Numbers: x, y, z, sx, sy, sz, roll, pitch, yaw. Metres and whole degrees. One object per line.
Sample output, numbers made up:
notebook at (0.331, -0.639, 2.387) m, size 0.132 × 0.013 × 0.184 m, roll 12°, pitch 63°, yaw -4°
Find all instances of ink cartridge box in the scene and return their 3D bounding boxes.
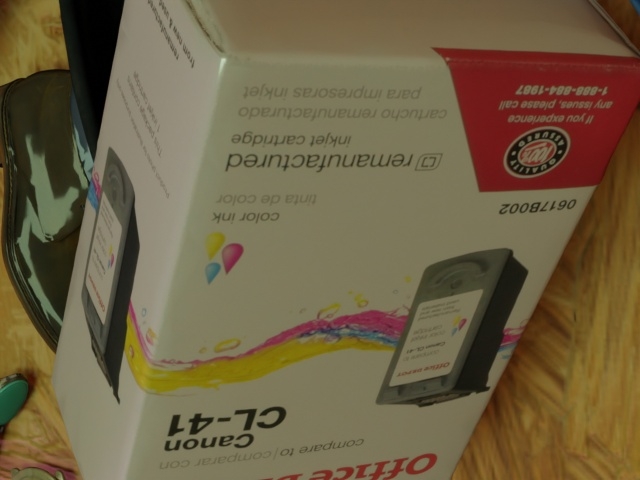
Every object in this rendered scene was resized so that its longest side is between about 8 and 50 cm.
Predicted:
ink cartridge box at (0.000, 0.000, 0.656) m, size 0.131 × 0.226 × 0.306 m, roll 60°, pitch 143°, yaw 43°

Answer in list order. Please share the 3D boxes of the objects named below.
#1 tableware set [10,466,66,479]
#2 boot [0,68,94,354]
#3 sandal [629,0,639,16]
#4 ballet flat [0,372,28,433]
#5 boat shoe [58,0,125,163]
tableware set at (-0.172, 0.237, 0.972) m, size 0.168 × 0.020 × 0.141 m, roll -12°, pitch 95°, yaw 29°
boot at (-0.165, -0.019, 0.880) m, size 0.106 × 0.082 × 0.219 m, roll -17°, pitch 89°, yaw 34°
sandal at (0.158, -0.187, 0.630) m, size 0.317 × 0.138 × 0.126 m, roll 41°, pitch 119°, yaw 18°
ballet flat at (-0.269, 0.141, 0.998) m, size 0.041 × 0.041 × 0.114 m, roll 38°, pitch 115°, yaw 18°
boat shoe at (-0.091, -0.225, 0.754) m, size 0.186 × 0.156 × 0.500 m, roll -6°, pitch 96°, yaw 32°
